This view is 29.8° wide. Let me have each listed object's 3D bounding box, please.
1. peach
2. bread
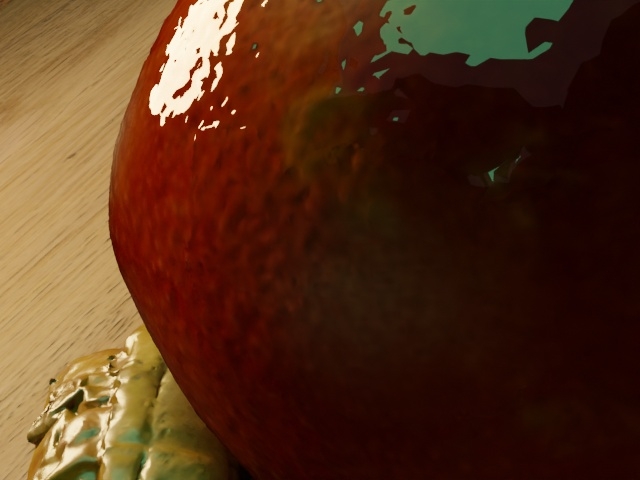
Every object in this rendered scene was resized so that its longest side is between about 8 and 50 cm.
[{"bbox_3d":[0.090,-0.016,0.549,0.388,0.388,0.388,-20,28,11],"label":"peach"},{"bbox_3d":[-0.079,0.153,0.635,0.120,0.198,0.236,-7,28,2],"label":"bread"}]
